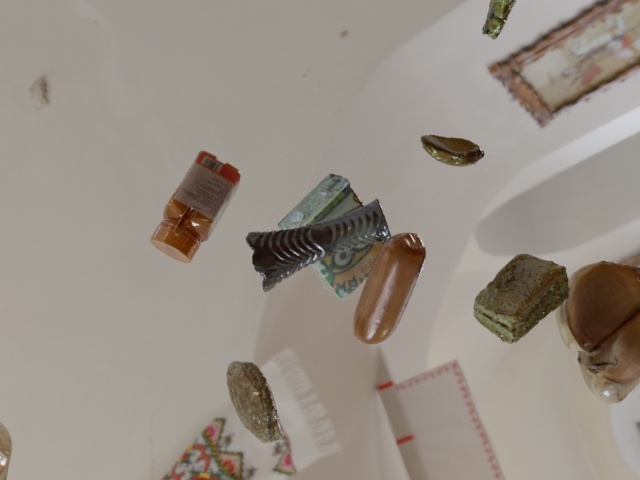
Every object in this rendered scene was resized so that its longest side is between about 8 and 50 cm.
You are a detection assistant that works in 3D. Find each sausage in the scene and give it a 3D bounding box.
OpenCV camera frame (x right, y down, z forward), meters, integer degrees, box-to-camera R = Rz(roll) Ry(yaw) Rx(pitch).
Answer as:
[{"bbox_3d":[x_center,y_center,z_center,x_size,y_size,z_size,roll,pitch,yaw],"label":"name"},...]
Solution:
[{"bbox_3d":[0.140,0.103,1.672,0.105,0.274,0.105,13,-147,-9],"label":"sausage"}]

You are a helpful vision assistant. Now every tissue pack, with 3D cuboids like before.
[{"bbox_3d":[0.050,-0.007,2.322,0.128,0.228,0.311,35,165,51],"label":"tissue pack"}]

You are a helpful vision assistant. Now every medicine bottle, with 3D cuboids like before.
[{"bbox_3d":[-0.274,-0.069,1.765,0.112,0.149,0.222,29,-108,-3],"label":"medicine bottle"}]

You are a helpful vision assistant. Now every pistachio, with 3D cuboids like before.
[{"bbox_3d":[0.302,-0.201,1.863,0.173,0.049,0.089,4,-146,-24],"label":"pistachio"}]

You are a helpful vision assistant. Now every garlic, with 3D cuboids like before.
[{"bbox_3d":[0.685,0.210,1.873,0.286,0.313,0.249,53,164,-26],"label":"garlic"}]

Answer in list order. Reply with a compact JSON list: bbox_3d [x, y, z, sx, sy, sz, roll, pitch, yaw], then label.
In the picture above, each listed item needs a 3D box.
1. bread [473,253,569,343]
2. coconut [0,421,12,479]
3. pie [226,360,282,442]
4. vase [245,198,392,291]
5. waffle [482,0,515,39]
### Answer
[{"bbox_3d":[0.437,0.122,1.764,0.138,0.196,0.102,28,149,53],"label":"bread"},{"bbox_3d":[-0.609,0.348,1.249,0.259,0.259,0.259,46,-152,-33],"label":"coconut"},{"bbox_3d":[-0.134,0.342,1.711,0.163,0.079,0.193,18,126,63],"label":"pie"},{"bbox_3d":[0.000,0.000,1.388,0.115,0.238,0.115,-19,-90,-87],"label":"vase"},{"bbox_3d":[0.377,-0.510,1.618,0.054,0.207,0.214,21,-139,6],"label":"waffle"}]
